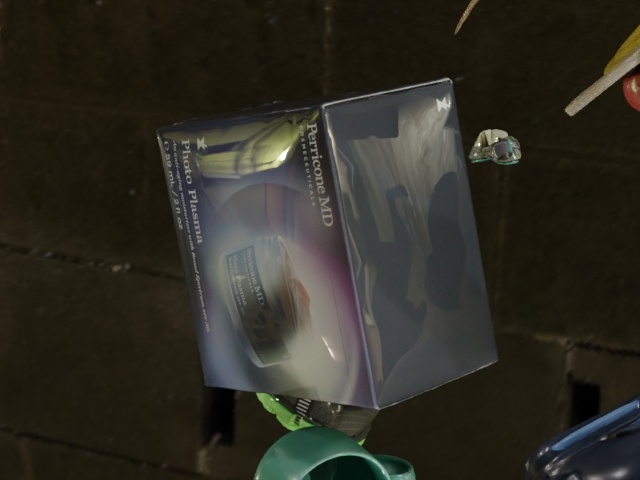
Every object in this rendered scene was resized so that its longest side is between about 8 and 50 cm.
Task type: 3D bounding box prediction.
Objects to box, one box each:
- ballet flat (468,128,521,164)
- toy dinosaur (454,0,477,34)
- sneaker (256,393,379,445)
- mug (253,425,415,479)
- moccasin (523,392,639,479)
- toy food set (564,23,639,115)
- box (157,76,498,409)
[{"bbox_3d":[0.200,-0.109,1.486,0.041,0.114,0.041,-1,95,-14],"label":"ballet flat"},{"bbox_3d":[0.223,-0.279,1.242,0.212,0.112,0.064,-15,115,41],"label":"toy dinosaur"},{"bbox_3d":[0.065,0.117,1.759,0.185,0.483,0.202,33,122,9],"label":"sneaker"},{"bbox_3d":[0.006,0.263,1.345,0.097,0.158,0.129,30,93,57],"label":"mug"},{"bbox_3d":[0.267,0.070,0.773,0.117,0.342,0.137,40,146,37],"label":"moccasin"},{"bbox_3d":[0.249,-0.130,0.810,0.071,0.218,0.128,45,142,-1],"label":"toy food set"},{"bbox_3d":[0.000,0.000,1.333,0.294,0.183,0.296,-2,101,51],"label":"box"}]
